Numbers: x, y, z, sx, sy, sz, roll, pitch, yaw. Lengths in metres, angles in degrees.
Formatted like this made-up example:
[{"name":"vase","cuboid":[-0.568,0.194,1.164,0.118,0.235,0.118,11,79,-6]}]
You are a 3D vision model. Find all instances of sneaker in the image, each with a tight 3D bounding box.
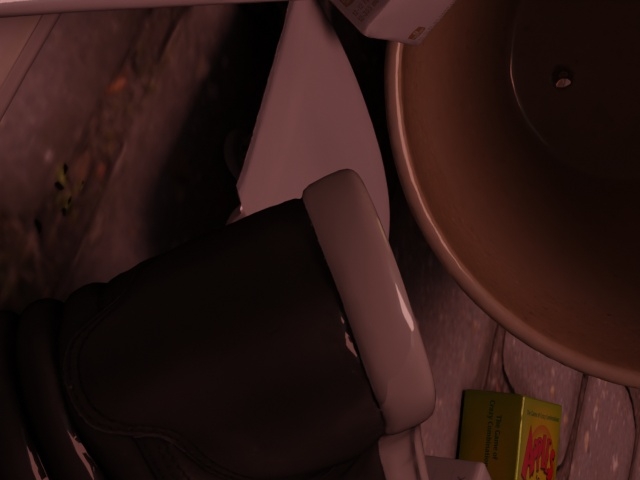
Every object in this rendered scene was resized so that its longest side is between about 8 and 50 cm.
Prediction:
[{"name":"sneaker","cuboid":[-0.039,0.070,0.459,0.296,0.147,0.104,78,-6,-69]}]

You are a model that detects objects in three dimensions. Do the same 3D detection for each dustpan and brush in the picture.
[{"name":"dustpan and brush","cuboid":[0.000,0.000,0.586,0.211,0.060,0.147,55,35,-40]}]

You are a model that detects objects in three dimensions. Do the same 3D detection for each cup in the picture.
[{"name":"cup","cuboid":[0.204,-0.103,0.728,0.237,0.331,0.331,-74,161,-78]}]

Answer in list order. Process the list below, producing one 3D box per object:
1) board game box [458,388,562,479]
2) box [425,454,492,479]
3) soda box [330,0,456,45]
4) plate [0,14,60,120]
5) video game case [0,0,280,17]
[{"name":"board game box","cuboid":[0.123,0.197,0.838,0.092,0.043,0.181,23,72,-61]},{"name":"box","cuboid":[0.045,0.176,0.639,0.102,0.087,0.101,-66,146,-33]},{"name":"soda box","cuboid":[0.077,-0.191,0.550,0.216,0.074,0.069,-48,163,22]},{"name":"plate","cuboid":[-0.141,-0.121,0.306,0.277,0.045,0.278,58,43,-47]},{"name":"video game case","cuboid":[-0.023,-0.179,0.384,0.227,0.026,0.206,-14,105,-44]}]
